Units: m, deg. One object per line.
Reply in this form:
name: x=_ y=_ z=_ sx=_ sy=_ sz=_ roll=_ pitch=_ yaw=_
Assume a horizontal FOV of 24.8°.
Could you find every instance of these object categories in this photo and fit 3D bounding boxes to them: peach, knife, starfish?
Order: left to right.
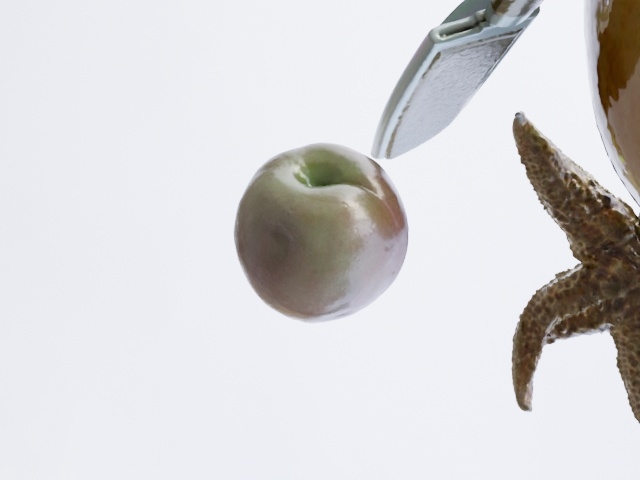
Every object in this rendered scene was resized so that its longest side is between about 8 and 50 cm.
peach: x=0.000 y=-0.002 z=0.663 sx=0.083 sy=0.083 sz=0.083 roll=30 pitch=-52 yaw=48
knife: x=0.078 y=-0.109 z=0.740 sx=0.343 sy=0.061 sz=0.027 roll=123 pitch=-54 yaw=-69
starfish: x=0.221 y=0.024 z=0.962 sx=0.277 sy=0.235 sz=0.062 roll=63 pitch=13 yaw=-2

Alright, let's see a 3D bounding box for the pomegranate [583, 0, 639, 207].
pomegranate: x=0.333 y=-0.123 z=0.704 sx=0.416 sy=0.416 sz=0.417 roll=30 pitch=-52 yaw=48
